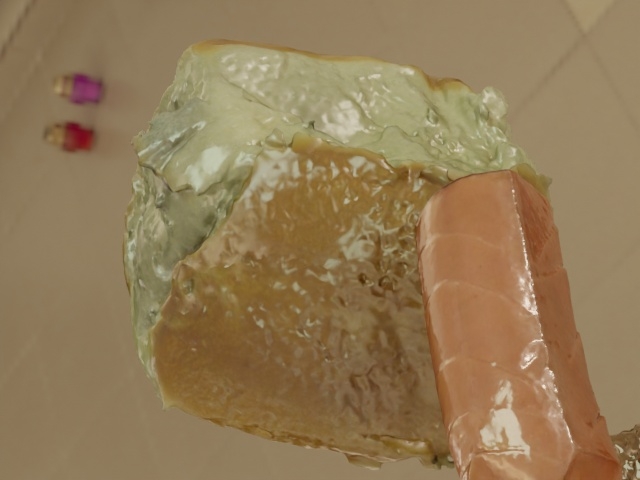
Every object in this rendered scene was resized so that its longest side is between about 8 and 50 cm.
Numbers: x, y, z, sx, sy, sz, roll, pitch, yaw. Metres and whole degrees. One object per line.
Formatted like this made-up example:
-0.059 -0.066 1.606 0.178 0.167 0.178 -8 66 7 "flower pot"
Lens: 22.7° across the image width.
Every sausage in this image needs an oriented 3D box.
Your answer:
0.080 0.053 0.648 0.065 0.065 0.169 -46 37 38 "sausage"

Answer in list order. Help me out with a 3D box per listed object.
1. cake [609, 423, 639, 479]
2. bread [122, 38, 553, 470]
0.151 0.189 0.806 0.147 0.134 0.135 -34 44 30 "cake"
0.000 0.000 1.100 0.225 0.279 0.250 -88 8 -65 "bread"
